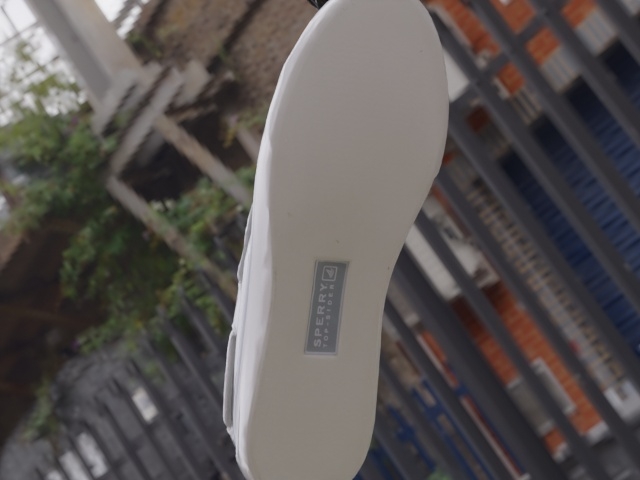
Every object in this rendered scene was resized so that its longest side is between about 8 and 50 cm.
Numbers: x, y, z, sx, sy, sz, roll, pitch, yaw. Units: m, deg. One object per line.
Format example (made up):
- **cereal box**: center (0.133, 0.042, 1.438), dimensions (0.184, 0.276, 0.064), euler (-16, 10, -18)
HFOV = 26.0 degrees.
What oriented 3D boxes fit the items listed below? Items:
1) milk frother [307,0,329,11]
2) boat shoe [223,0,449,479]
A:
- **milk frother**: center (0.008, -0.195, 0.695), dimensions (0.135, 0.143, 0.129), euler (-45, 7, -6)
- **boat shoe**: center (0.000, 0.000, 0.501), dimensions (0.066, 0.184, 0.063), euler (2, 8, -22)
